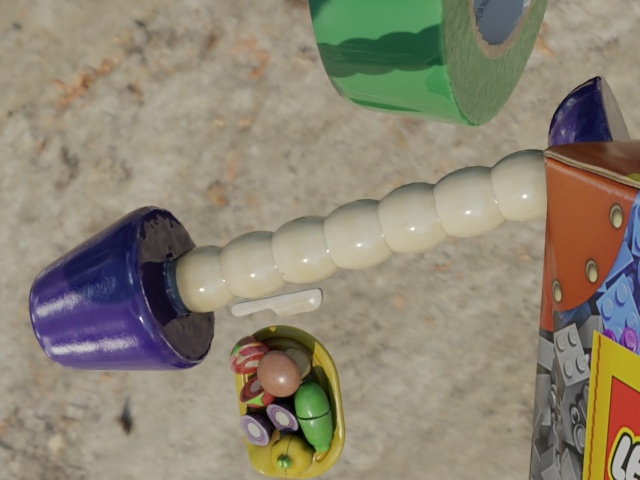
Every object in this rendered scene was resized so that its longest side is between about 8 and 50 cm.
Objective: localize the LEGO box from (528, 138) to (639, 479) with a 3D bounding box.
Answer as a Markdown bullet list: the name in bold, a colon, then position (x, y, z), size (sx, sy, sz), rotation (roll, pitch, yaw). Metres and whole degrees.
- **LEGO box**: position (0.335, 0.149, 0.587), size (0.193, 0.500, 0.372), rotation (-145, 54, -64)

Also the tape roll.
- **tape roll**: position (0.084, -0.228, 0.862), size (0.077, 0.321, 0.321), rotation (11, 80, 19)

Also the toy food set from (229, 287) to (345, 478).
- **toy food set**: position (-0.049, 0.167, 1.636), size (0.128, 0.071, 0.218), rotation (-4, 102, 25)

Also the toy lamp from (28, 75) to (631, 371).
- **toy lamp**: position (0.000, 0.000, 0.653), size (0.274, 0.080, 0.080), rotation (-18, 62, 17)
